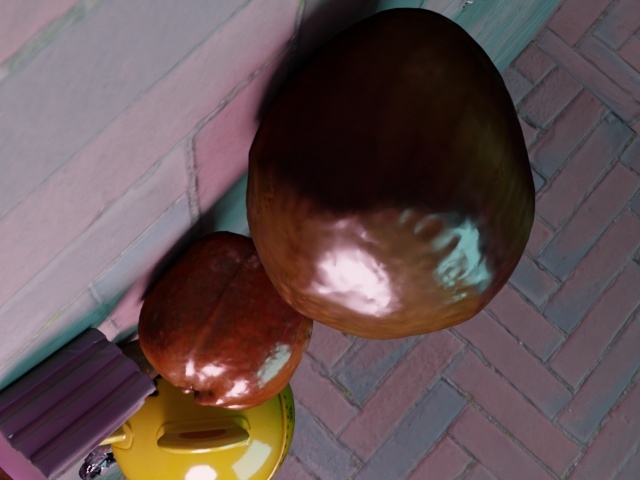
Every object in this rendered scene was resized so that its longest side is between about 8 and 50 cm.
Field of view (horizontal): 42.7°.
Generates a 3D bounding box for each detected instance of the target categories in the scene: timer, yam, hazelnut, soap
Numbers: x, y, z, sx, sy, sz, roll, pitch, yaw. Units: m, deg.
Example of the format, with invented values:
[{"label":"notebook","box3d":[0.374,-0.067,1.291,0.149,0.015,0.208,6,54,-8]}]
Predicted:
[{"label":"timer","box3d":[-0.233,0.317,1.456,0.376,0.376,0.387,-49,158,18]},{"label":"yam","box3d":[-0.309,0.208,1.300,0.084,0.084,0.127,-49,174,18]},{"label":"hazelnut","box3d":[0.095,-0.075,1.013,0.421,0.353,0.420,-24,124,-40]},{"label":"soap","box3d":[-0.314,0.207,1.016,0.065,0.122,0.203,-52,172,37]}]

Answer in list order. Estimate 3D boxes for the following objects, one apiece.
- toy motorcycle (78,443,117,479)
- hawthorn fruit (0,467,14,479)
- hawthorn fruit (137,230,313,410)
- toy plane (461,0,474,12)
[{"label":"toy motorcycle","box3d":[-0.425,0.419,1.852,0.307,0.108,0.173,-40,162,-50]},{"label":"hawthorn fruit","box3d":[-0.427,0.333,0.993,0.133,0.133,0.138,-44,-175,-38]},{"label":"hawthorn fruit","box3d":[-0.137,0.115,1.195,0.258,0.258,0.261,-18,114,-80]},{"label":"toy plane","box3d":[0.289,-0.459,1.547,0.078,0.024,0.084,-50,168,34]}]
